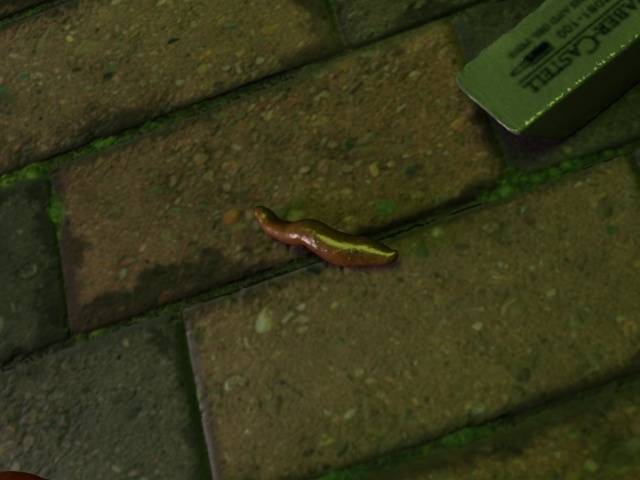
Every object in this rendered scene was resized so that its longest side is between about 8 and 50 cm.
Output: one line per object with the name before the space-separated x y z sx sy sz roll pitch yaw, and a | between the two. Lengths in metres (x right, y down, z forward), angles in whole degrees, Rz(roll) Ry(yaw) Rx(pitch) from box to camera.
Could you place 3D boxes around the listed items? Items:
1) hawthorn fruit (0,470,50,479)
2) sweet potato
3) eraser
hawthorn fruit | -0.286 0.313 1.288 0.242 0.241 0.271 -17 25 8
sweet potato | -0.001 -0.002 1.465 0.179 0.044 0.044 16 66 26
eraser | 0.308 -0.229 1.474 0.352 0.077 0.111 -38 55 -6
